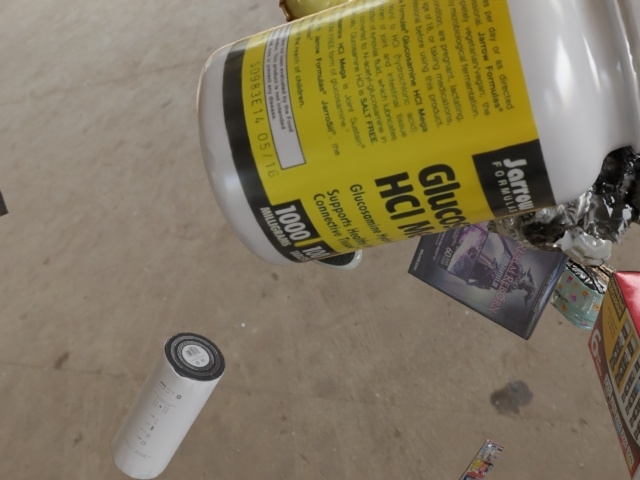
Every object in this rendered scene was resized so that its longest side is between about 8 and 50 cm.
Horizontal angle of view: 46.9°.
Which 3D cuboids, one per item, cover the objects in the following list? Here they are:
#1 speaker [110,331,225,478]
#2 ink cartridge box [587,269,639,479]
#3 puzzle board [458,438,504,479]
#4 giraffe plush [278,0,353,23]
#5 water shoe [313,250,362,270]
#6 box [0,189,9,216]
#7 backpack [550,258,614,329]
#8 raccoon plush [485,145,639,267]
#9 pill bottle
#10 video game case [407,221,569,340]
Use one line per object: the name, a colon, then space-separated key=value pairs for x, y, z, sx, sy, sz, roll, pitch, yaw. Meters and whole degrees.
speaker: x=-0.133 y=0.144 z=0.634 sx=0.136 sy=0.055 sz=0.055 roll=-59 pitch=28 yaw=29
ink cartridge box: x=0.579 y=0.202 z=1.248 sx=0.130 sy=0.272 sz=0.310 roll=1 pitch=40 yaw=2
puzzle board: x=0.283 y=0.396 z=1.294 sx=0.011 sy=0.128 sz=0.096 roll=35 pitch=89 yaw=32
giraffe plush: x=0.018 y=-0.354 z=1.131 sx=0.210 sy=0.170 sz=0.181 roll=-56 pitch=8 yaw=-34
water shoe: x=0.000 y=0.000 z=1.139 sx=0.203 sy=0.080 sz=0.073 roll=25 pitch=83 yaw=41
box: x=-0.441 y=-0.114 z=0.911 sx=0.029 sy=0.162 sz=0.116 roll=-31 pitch=-7 yaw=-22
backpack: x=0.646 y=0.133 z=1.739 sx=0.188 sy=0.165 sz=0.145 roll=-127 pitch=49 yaw=-65
raccoon plush: x=0.288 y=-0.175 z=0.913 sx=0.216 sy=0.447 sz=0.299 roll=-9 pitch=5 yaw=-2
pill bottle: x=0.092 y=-0.102 z=0.557 sx=0.333 sy=0.188 sz=0.188 roll=-13 pitch=42 yaw=20
video game case: x=0.316 y=0.041 z=1.417 sx=0.274 sy=0.196 sz=0.026 roll=31 pitch=27 yaw=26
